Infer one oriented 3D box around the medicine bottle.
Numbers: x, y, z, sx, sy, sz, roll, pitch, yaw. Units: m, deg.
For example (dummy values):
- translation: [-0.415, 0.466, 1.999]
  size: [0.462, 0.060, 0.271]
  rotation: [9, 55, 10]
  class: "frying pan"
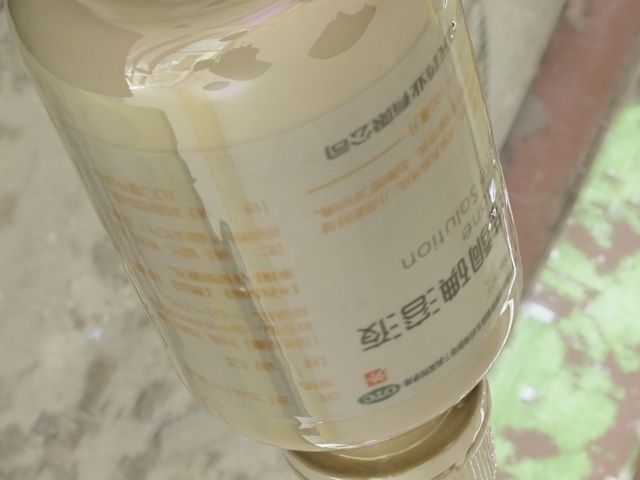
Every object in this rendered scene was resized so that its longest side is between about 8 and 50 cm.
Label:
- translation: [0.000, 0.000, 0.513]
  size: [0.114, 0.114, 0.252]
  rotation: [-51, 144, -27]
  class: "medicine bottle"
